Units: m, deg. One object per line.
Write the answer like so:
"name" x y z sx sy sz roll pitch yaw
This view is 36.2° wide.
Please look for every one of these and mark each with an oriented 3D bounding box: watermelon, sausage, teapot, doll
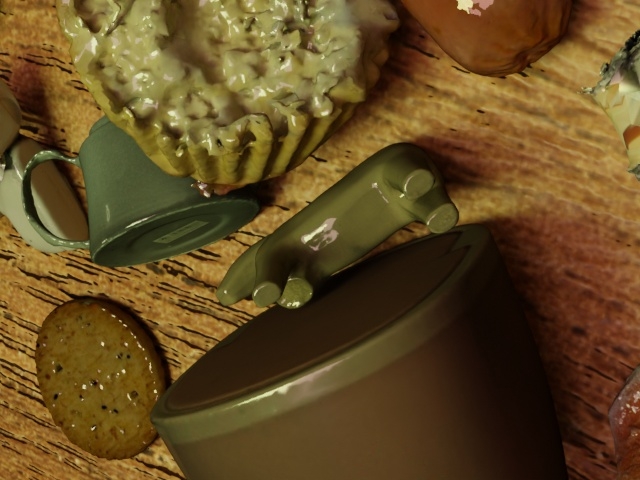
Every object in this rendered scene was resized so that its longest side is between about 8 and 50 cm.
"watermelon" 0.268 0.177 0.721 0.121 0.158 0.098 39 120 -14
"sausage" 0.086 -0.239 0.739 0.113 0.113 0.259 -44 77 31
"teapot" -0.163 -0.068 0.907 0.239 0.162 0.149 -20 80 4
"doll" -0.451 -0.046 1.093 0.348 0.161 0.423 46 126 -2

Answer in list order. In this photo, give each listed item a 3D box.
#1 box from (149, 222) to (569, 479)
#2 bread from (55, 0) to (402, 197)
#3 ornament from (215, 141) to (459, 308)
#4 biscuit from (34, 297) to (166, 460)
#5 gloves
"box" 0.047 0.145 0.758 0.301 0.301 0.216 -22 101 33
"bread" -0.079 -0.177 0.801 0.274 0.274 0.149 50 160 12
"ornament" 0.000 0.000 0.822 0.230 0.245 0.061 -36 101 8
"biscuit" -0.244 0.153 1.083 0.187 0.027 0.188 9 108 29
"gloves" 0.268 -0.114 0.681 0.153 0.070 0.114 -33 78 32
